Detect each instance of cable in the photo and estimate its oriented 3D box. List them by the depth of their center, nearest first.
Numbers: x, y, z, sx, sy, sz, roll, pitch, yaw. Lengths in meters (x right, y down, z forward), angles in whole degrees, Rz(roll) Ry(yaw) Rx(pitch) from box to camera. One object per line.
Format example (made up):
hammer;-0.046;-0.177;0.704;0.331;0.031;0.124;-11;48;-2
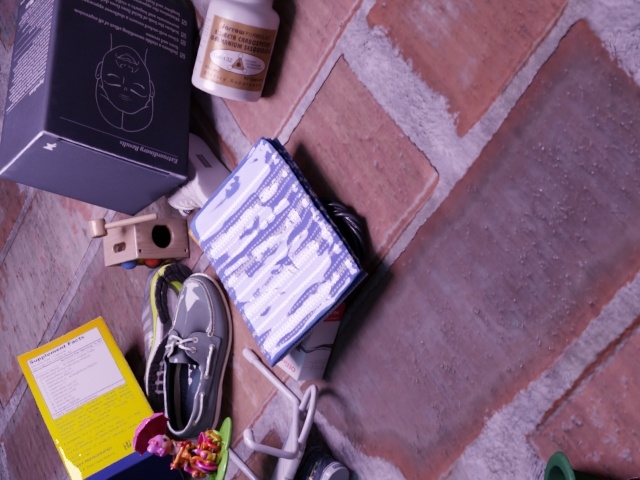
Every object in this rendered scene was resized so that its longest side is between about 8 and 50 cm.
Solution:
cable;0.000;0.000;1.613;0.184;0.047;0.151;39;117;41

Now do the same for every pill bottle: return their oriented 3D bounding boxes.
pill bottle;-0.145;-0.376;1.707;0.131;0.131;0.229;32;113;43

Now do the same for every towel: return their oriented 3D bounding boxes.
towel;-0.086;0.010;1.616;0.243;0.040;0.336;-46;58;20

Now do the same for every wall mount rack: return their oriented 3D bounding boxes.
wall mount rack;-0.114;0.369;1.690;0.304;0.130;0.350;-94;23;-68

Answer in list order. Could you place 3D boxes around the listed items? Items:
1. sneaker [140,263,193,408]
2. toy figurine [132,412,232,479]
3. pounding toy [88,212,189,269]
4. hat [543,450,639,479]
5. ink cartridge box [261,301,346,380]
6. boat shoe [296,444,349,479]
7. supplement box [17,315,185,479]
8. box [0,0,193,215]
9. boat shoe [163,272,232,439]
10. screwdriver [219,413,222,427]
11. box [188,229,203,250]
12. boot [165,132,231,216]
sneaker;-0.313;0.191;1.930;0.121;0.111;0.300;11;95;62
toy figurine;-0.245;0.360;1.633;0.173;0.159;0.130;-126;52;-75
pounding toy;-0.369;0.006;1.896;0.181;0.206;0.094;-13;81;46
hat;0.396;0.350;1.201;0.208;0.183;0.173;90;177;-78
ink cartridge box;-0.031;0.152;1.634;0.109;0.063;0.151;32;112;42
boat shoe;-0.009;0.445;1.618;0.083;0.065;0.183;33;109;49
supplement box;-0.447;0.370;1.941;0.356;0.194;0.195;53;161;33
box;-0.425;-0.290;1.831;0.212;0.293;0.396;-28;54;44
boat shoe;-0.243;0.220;1.808;0.116;0.099;0.320;1;86;23
screwdriver;-0.207;0.285;1.864;0.025;0.024;0.170;171;90;-77
box;-0.189;0.005;1.793;0.136;0.081;0.028;44;122;38
boot;-0.234;-0.092;1.848;0.258;0.095;0.123;57;135;41
